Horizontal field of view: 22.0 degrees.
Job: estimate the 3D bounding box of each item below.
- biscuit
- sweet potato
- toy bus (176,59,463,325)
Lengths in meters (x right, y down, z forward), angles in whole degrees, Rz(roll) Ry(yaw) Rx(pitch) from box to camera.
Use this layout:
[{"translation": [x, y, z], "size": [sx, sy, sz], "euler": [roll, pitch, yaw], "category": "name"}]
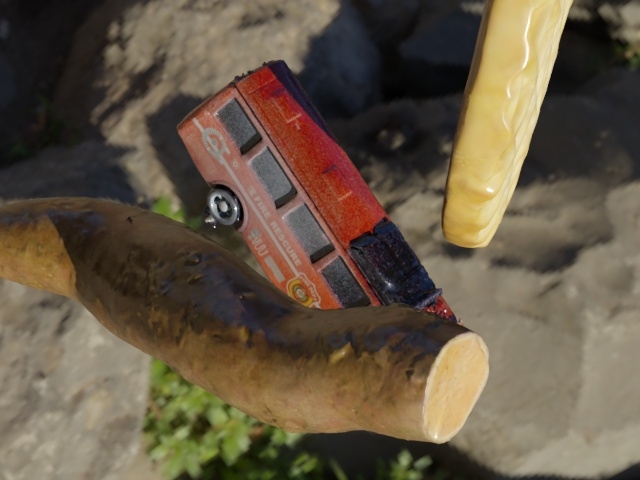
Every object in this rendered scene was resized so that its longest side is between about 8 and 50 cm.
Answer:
[{"translation": [0.119, -0.132, 0.934], "size": [0.040, 0.309, 0.204], "euler": [15, 16, 8], "category": "biscuit"}, {"translation": [-0.059, 0.027, 0.709], "size": [0.067, 0.281, 0.059], "euler": [-52, 140, -25], "category": "sweet potato"}, {"translation": [0.000, 0.000, 1.064], "size": [0.073, 0.096, 0.235], "euler": [-33, 87, -42], "category": "toy bus"}]
